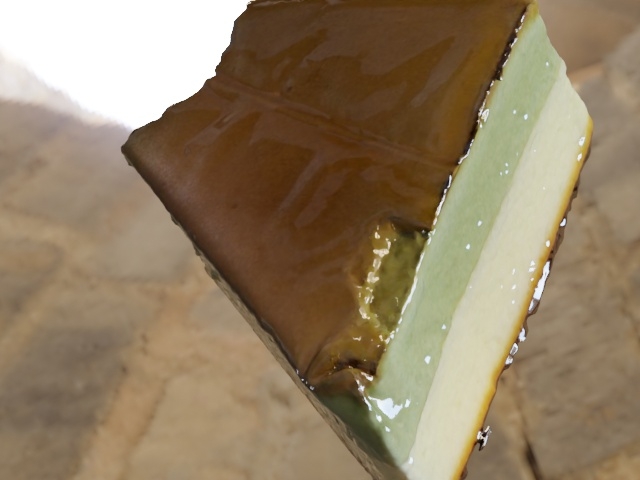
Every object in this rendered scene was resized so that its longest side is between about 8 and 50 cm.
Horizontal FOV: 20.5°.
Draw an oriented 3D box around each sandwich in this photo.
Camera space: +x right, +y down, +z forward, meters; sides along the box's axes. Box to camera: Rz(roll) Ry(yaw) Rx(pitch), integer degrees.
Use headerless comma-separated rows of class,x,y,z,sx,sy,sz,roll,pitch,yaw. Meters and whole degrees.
sandwich,0.000,0.000,0.795,0.186,0.108,0.220,3,-124,33
